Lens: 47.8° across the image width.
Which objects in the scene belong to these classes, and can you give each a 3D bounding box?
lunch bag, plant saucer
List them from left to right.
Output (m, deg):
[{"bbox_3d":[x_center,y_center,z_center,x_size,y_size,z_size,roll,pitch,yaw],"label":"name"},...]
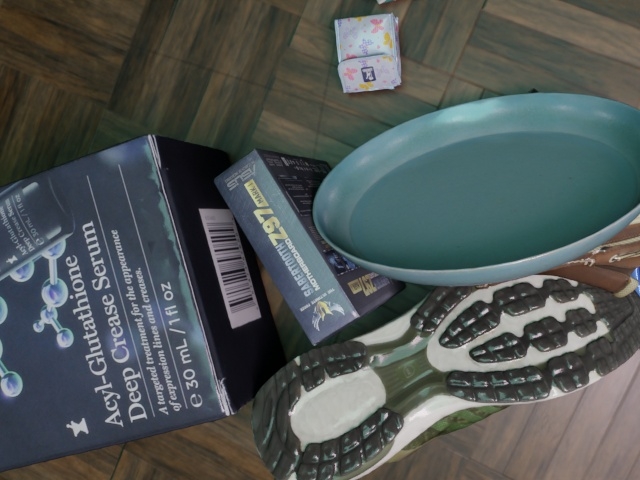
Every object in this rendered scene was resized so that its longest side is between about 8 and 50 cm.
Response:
[{"bbox_3d":[0.057,-0.215,0.834,0.071,0.053,0.083,-1,100,15],"label":"lunch bag"},{"bbox_3d":[0.150,-0.051,0.670,0.318,0.317,0.043,-10,121,14],"label":"plant saucer"}]

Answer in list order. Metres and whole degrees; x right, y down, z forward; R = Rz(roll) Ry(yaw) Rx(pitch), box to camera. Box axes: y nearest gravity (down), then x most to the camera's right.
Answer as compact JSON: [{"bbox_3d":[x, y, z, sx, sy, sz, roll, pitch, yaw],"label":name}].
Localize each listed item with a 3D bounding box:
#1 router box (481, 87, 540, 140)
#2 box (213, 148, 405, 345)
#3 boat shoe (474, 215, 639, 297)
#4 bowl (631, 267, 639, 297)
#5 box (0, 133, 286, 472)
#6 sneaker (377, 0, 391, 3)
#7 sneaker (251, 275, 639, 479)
[{"bbox_3d":[0.220,-0.058,0.800,0.179,0.046,0.133,-46,80,10],"label":"router box"},{"bbox_3d":[0.000,0.000,0.758,0.059,0.233,0.183,-35,84,17],"label":"box"},{"bbox_3d":[0.264,0.009,0.670,0.258,0.095,0.095,-19,90,1],"label":"boat shoe"},{"bbox_3d":[0.498,0.005,0.720,0.392,0.077,0.390,0,91,13],"label":"bowl"},{"bbox_3d":[-0.282,0.081,0.842,0.396,0.212,0.293,-17,88,14],"label":"box"},{"bbox_3d":[0.056,-0.324,0.788,0.075,0.161,0.057,-28,49,19],"label":"sneaker"},{"bbox_3d":[0.136,0.140,0.772,0.411,0.182,0.158,-22,65,6],"label":"sneaker"}]
